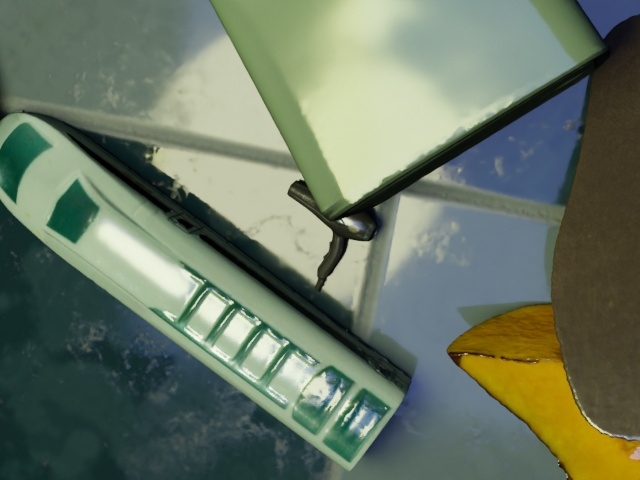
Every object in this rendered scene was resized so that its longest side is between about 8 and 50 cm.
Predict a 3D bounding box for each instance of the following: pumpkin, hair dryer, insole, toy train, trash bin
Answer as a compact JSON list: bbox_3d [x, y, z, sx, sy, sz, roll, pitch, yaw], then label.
[{"bbox_3d":[0.242,0.141,0.897,0.278,0.111,0.163,4,113,15],"label":"pumpkin"},{"bbox_3d":[0.000,0.000,0.949,0.079,0.031,0.083,28,109,16],"label":"hair dryer"},{"bbox_3d":[0.228,-0.018,0.849,0.111,0.007,0.328,4,73,14],"label":"insole"},{"bbox_3d":[-0.116,0.030,0.938,0.407,0.088,0.086,36,102,4],"label":"toy train"},{"bbox_3d":[0.025,-0.216,0.841,0.223,0.158,0.343,-31,89,15],"label":"trash bin"}]
